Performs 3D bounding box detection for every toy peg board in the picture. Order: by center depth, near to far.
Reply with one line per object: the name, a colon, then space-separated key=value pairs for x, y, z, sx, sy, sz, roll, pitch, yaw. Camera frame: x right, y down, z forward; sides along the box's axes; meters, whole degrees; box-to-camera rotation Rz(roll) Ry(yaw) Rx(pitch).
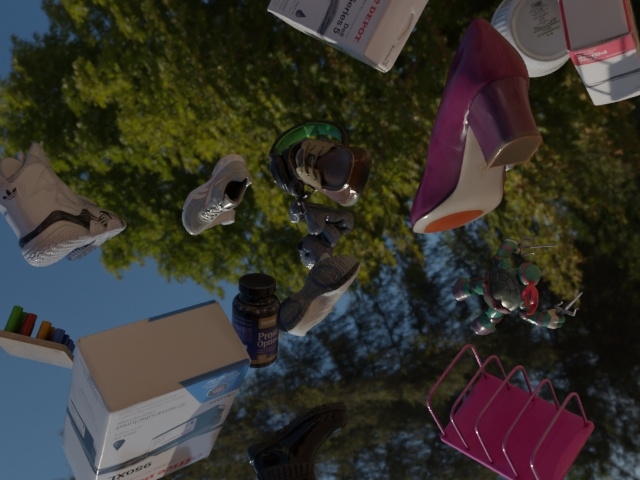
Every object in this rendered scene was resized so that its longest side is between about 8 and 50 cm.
toy peg board: x=-0.609 y=0.209 z=1.527 sx=0.161 sy=0.160 sz=0.079 roll=106 pitch=177 yaw=-65

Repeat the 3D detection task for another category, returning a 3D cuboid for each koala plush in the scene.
koala plush: x=0.000 y=0.000 z=2.315 sx=0.203 sy=0.196 sz=0.221 roll=6 pitch=-77 yaw=-28

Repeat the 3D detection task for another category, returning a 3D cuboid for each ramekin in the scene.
ramekin: x=0.498 y=-0.482 z=1.596 sx=0.109 sy=0.207 sz=0.207 roll=-88 pitch=-27 yaw=-83

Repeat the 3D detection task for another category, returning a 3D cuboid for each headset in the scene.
headset: x=-0.044 y=-0.234 z=2.063 sx=0.185 sy=0.243 sz=0.394 roll=69 pitch=-161 yaw=-46

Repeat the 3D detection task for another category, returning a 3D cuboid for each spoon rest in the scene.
spoon rest: x=-0.364 y=-0.097 z=2.344 sx=0.276 sy=0.084 sz=0.137 roll=12 pitch=-99 yaw=-66

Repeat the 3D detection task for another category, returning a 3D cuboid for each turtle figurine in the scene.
turtle figurine: x=0.330 y=0.079 z=1.209 sx=0.118 sy=0.234 sz=0.175 roll=-2 pitch=-111 yaw=-28

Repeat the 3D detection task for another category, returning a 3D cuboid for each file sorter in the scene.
file sorter: x=0.414 y=0.389 z=1.562 sx=0.202 sy=0.290 sz=0.182 roll=-49 pitch=-48 yaw=-20

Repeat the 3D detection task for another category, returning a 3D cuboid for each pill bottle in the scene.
pill bottle: x=-0.163 y=0.200 z=1.761 sx=0.123 sy=0.122 sz=0.219 roll=-51 pitch=-32 yaw=-64

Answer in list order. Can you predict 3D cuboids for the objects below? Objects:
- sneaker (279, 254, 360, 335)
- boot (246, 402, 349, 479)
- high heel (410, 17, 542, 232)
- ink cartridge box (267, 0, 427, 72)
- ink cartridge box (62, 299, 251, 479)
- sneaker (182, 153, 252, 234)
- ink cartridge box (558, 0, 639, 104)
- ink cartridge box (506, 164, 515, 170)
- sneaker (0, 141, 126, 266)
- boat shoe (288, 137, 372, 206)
sneaker: x=0.000 y=0.157 z=2.003 sx=0.111 sy=0.297 sz=0.129 roll=51 pitch=-176 yaw=34
boot: x=-0.027 y=0.658 z=2.037 sx=0.260 sy=0.347 sz=0.131 roll=58 pitch=179 yaw=35
high heel: x=0.202 y=-0.141 z=1.018 sx=0.377 sy=0.127 sz=0.181 roll=124 pitch=136 yaw=-64
ink cartridge box: x=0.057 y=-0.491 z=1.412 sx=0.272 sy=0.198 sz=0.114 roll=34 pitch=-168 yaw=29
ink cartridge box: x=-0.336 y=0.328 z=1.393 sx=0.285 sy=0.395 sz=0.166 roll=-15 pitch=-124 yaw=-35
sneaker: x=-0.284 y=-0.109 z=1.918 sx=0.099 sy=0.262 sz=0.121 roll=22 pitch=-158 yaw=-42
ink cartridge box: x=0.552 y=-0.414 z=1.367 sx=0.283 sy=0.117 sz=0.207 roll=22 pitch=-120 yaw=-57
ink cartridge box: x=0.517 y=-0.321 z=2.329 sx=0.066 sy=0.189 sz=0.232 roll=-41 pitch=-75 yaw=-39
sneaker: x=-0.511 y=-0.074 z=1.360 sx=0.210 sy=0.137 sz=0.366 roll=57 pitch=-177 yaw=-3
boat shoe: x=0.007 y=-0.146 z=1.412 sx=0.119 sy=0.123 sz=0.324 roll=15 pitch=-176 yaw=-17
